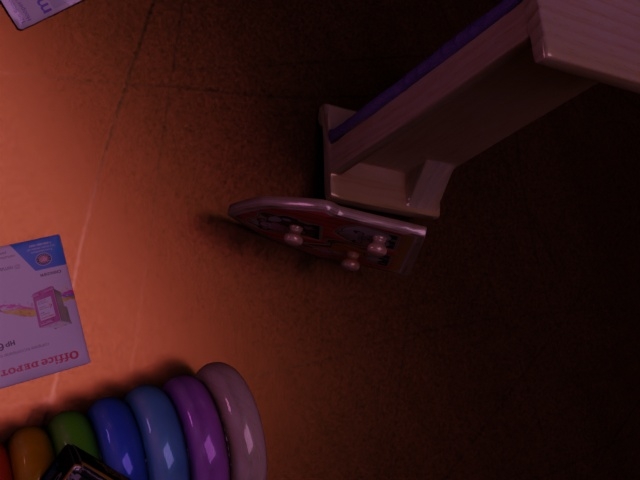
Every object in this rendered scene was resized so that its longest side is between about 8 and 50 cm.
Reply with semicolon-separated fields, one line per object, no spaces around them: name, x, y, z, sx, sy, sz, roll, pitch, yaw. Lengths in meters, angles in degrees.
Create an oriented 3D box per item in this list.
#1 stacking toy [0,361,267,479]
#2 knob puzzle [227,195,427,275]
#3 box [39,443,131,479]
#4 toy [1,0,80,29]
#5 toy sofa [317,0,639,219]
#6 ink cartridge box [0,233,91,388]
stacking toy;-0.219;0.203;0.763;0.330;0.141;0.141;-9;89;-26
knob puzzle;0.000;0.000;0.879;0.213;0.213;0.030;21;75;-26
box;-0.186;0.362;0.684;0.257;0.079;0.322;39;78;-16
toy;-0.223;-0.322;0.857;0.237;0.056;0.137;-37;101;-27
toy sofa;0.146;-0.162;0.868;0.150;0.362;0.177;8;70;-28
ink cartridge box;-0.266;0.064;0.792;0.088;0.052;0.122;-15;93;-30
